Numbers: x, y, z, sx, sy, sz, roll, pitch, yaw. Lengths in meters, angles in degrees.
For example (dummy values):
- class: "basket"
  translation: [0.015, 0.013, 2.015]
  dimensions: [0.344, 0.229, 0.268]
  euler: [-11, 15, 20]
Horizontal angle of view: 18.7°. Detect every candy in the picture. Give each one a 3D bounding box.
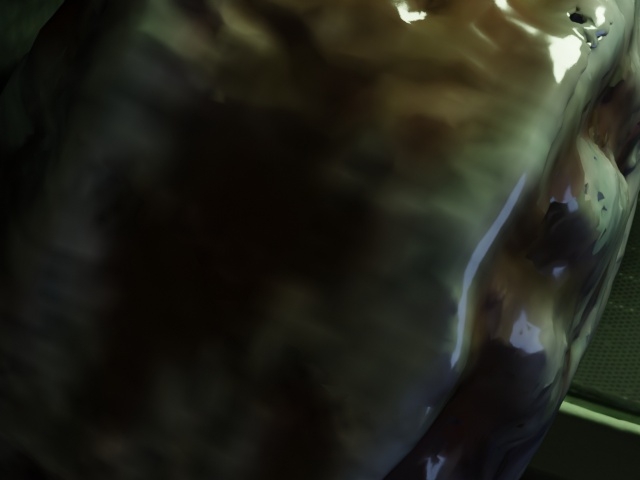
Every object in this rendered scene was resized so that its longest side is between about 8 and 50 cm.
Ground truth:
- class: "candy"
  translation: [0.000, 0.000, 0.525]
  dimensions: [0.214, 0.157, 0.289]
  euler: [-59, 172, -1]

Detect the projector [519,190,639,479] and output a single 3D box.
- class: "projector"
  translation: [0.163, 0.104, 1.076]
  dimensions: [0.248, 0.248, 0.249]
  euler: [-58, 159, -46]
